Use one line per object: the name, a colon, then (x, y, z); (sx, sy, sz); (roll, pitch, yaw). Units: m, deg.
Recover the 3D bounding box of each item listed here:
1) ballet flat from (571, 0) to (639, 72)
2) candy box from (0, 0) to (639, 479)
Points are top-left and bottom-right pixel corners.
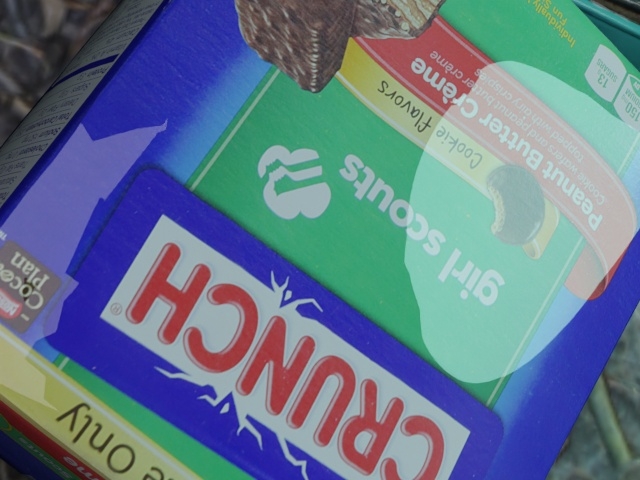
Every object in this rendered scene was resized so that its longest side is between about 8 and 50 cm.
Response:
ballet flat: (0.209, -0.107, 0.766); (0.280, 0.095, 0.096); (33, 55, -10)
candy box: (0.000, 0.000, 0.622); (0.268, 0.122, 0.317); (41, 68, -18)
